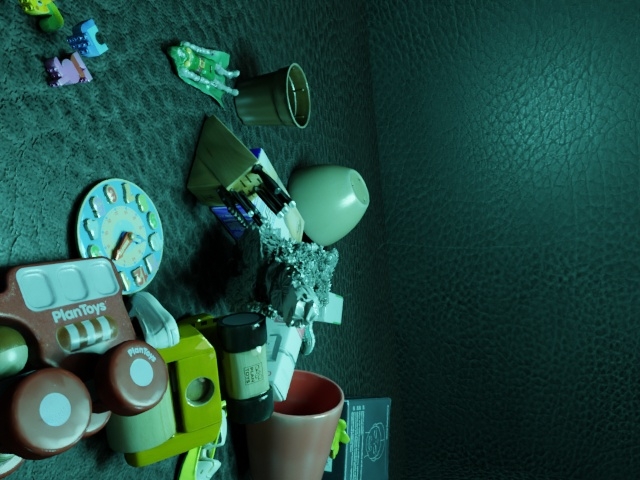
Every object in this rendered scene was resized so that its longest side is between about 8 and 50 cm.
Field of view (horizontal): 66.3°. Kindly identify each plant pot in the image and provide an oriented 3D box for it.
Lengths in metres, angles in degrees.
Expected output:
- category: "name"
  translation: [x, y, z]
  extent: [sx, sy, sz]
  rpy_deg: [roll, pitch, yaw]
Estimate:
- category: "plant pot"
  translation: [-0.132, -0.381, 1.323]
  extent: [0.167, 0.165, 0.167]
  rpy_deg: [-1, 90, -71]
- category: "plant pot"
  translation: [-0.080, 0.508, 1.298]
  extent: [0.275, 0.275, 0.243]
  rpy_deg: [-20, 117, -70]
- category: "plant pot"
  translation: [0.052, -0.144, 1.664]
  extent: [0.284, 0.191, 0.284]
  rpy_deg: [39, 41, -44]

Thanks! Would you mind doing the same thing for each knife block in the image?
- category: "knife block"
  translation: [-0.164, -0.158, 1.101]
  extent: [0.088, 0.242, 0.275]
  rpy_deg: [56, 37, -58]

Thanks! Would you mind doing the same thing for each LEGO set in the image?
- category: "LEGO set"
  translation: [-0.393, -0.322, 0.698]
  extent: [0.093, 0.087, 0.227]
  rpy_deg: [-71, 151, -46]

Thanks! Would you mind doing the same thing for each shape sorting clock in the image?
- category: "shape sorting clock"
  translation: [-0.348, -0.007, 0.870]
  extent: [0.206, 0.040, 0.206]
  rpy_deg: [-1, 90, -71]

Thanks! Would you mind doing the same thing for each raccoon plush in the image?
- category: "raccoon plush"
  translation: [-0.033, 0.127, 1.136]
  extent: [0.299, 0.446, 0.216]
  rpy_deg: [16, 109, -31]

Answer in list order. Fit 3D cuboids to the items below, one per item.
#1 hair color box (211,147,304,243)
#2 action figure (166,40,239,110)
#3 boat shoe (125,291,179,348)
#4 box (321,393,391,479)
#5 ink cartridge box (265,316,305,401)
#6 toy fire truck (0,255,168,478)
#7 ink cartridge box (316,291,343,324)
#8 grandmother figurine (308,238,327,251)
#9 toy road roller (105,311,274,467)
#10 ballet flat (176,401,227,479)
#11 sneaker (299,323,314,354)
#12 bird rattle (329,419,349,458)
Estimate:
- category: "hair color box"
  translation: [-0.154, -0.066, 1.328]
  extent: [0.339, 0.110, 0.185]
  rpy_deg: [62, 31, -54]
- category: "action figure"
  translation: [-0.266, -0.390, 1.112]
  extent: [0.232, 0.063, 0.137]
  rpy_deg: [-3, 95, -67]
- category: "boat shoe"
  translation: [-0.303, 0.140, 0.831]
  extent: [0.063, 0.184, 0.066]
  rpy_deg: [-14, 117, -36]
- category: "box"
  translation: [0.078, 0.689, 1.693]
  extent: [0.395, 0.212, 0.293]
  rpy_deg: [29, 61, -58]
- category: "ink cartridge box"
  translation: [-0.145, 0.283, 1.243]
  extent: [0.092, 0.159, 0.218]
  rpy_deg: [71, 26, -44]
- category: "toy fire truck"
  translation: [-0.369, 0.149, 0.646]
  extent: [0.302, 0.169, 0.254]
  rpy_deg: [-8, 71, -63]
- category: "ink cartridge box"
  translation: [-0.056, 0.193, 1.433]
  extent: [0.153, 0.208, 0.087]
  rpy_deg: [31, 63, -66]
- category: "grandmother figurine"
  translation: [0.000, 0.000, 1.776]
  extent: [0.342, 0.104, 0.208]
  rpy_deg: [-65, 139, -57]
- category: "toy road roller"
  translation: [-0.258, 0.251, 0.947]
  extent: [0.329, 0.240, 0.202]
  rpy_deg: [-10, 101, -33]
- category: "ballet flat"
  translation: [-0.248, 0.455, 1.059]
  extent: [0.077, 0.077, 0.231]
  rpy_deg: [60, 34, -54]
- category: "sneaker"
  translation: [-0.063, 0.301, 1.648]
  extent: [0.076, 0.065, 0.166]
  rpy_deg: [12, 73, -53]
- category: "bird rattle"
  translation: [-0.050, 0.560, 1.462]
  extent: [0.207, 0.253, 0.143]
  rpy_deg: [-53, 158, 5]
